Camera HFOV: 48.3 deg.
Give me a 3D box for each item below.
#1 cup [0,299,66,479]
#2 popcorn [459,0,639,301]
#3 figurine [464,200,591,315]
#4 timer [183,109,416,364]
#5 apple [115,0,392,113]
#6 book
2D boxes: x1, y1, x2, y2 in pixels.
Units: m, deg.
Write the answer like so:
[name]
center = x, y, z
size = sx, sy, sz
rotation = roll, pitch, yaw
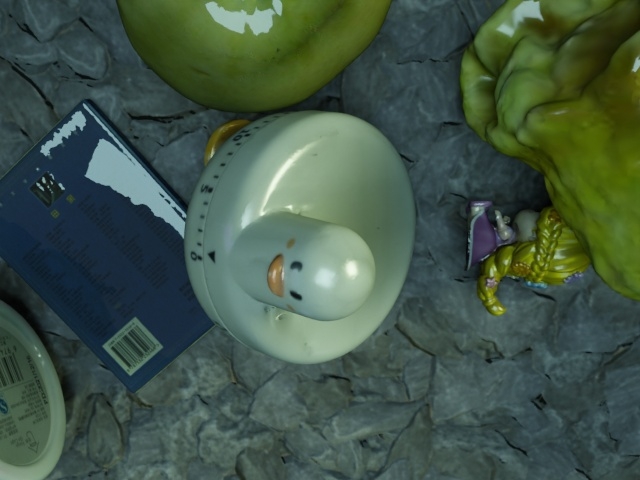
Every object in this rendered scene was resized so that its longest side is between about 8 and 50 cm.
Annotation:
[cup]
center = -0.472, 0.213, 0.711
size = 0.371, 0.253, 0.253
rotation = -23, 100, 6
[popcorn]
center = 0.314, -0.141, 0.603
size = 0.334, 0.292, 0.293
rotation = -36, 123, 3
[figurine]
center = 0.222, 0.018, 0.709
size = 0.156, 0.095, 0.115
rotation = 0, 91, 7
[timer]
center = 0.000, 0.000, 0.640
size = 0.240, 0.233, 0.233
rotation = 14, 107, 46
[apple]
center = -0.053, -0.237, 0.606
size = 0.262, 0.262, 0.262
rotation = 1, 102, 3
[book]
center = -0.225, 0.011, 0.770
size = 0.191, 0.025, 0.269
rotation = -41, 97, 9
